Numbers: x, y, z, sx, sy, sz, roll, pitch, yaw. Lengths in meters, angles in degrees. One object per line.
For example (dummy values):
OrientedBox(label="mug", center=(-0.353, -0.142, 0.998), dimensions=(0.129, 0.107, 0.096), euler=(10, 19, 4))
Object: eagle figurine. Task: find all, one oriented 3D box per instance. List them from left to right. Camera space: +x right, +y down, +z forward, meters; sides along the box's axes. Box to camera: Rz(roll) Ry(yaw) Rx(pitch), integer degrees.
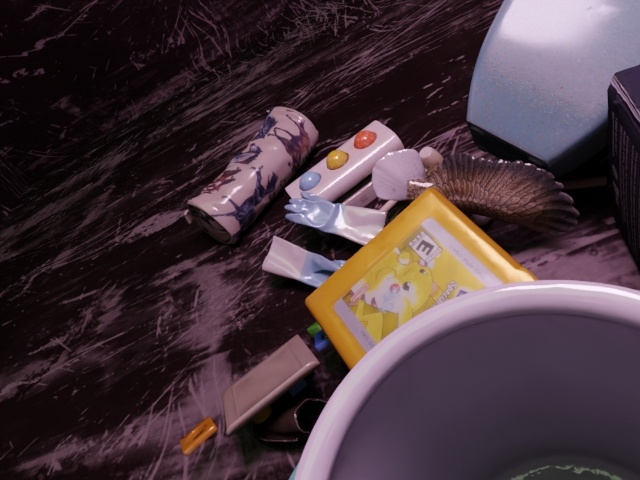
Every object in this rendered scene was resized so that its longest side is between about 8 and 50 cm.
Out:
OrientedBox(label="eagle figurine", center=(0.245, -0.042, 0.786), dimensions=(0.225, 0.226, 0.298), euler=(-21, 34, -12))

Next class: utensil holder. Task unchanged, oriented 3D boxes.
OrientedBox(label="utensil holder", center=(0.204, 0.271, 0.367), dimensions=(0.328, 0.385, 0.327), euler=(-19, 45, 20))

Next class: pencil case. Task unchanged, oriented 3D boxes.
OrientedBox(label="pencil case", center=(-0.188, -0.180, 1.234), dimensions=(0.184, 0.160, 0.410), euler=(25, 69, 38))

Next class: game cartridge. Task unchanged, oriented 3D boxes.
OrientedBox(label="game cartridge", center=(0.162, 0.116, 0.645), dimensions=(0.285, 0.053, 0.323), euler=(-43, 53, 6))

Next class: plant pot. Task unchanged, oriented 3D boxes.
OrientedBox(label="plant pot", center=(0.374, -0.242, 0.721), dimensions=(0.248, 0.247, 0.252), euler=(37, 99, 23))

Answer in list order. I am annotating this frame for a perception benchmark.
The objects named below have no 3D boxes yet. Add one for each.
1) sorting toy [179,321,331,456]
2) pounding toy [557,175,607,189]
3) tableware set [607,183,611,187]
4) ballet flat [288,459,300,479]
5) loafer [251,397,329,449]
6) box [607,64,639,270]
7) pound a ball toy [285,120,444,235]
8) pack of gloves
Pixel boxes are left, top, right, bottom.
OrientedBox(label="sorting toy", center=(-0.088, 0.256, 0.793), dimensions=(0.348, 0.047, 0.196), euler=(-36, 8, -10))
OrientedBox(label="pounding toy", center=(0.425, -0.185, 0.873), dimensions=(0.183, 0.110, 0.236), euler=(-9, 75, 18))
OrientedBox(label="tableware set", center=(0.544, -0.158, 0.752), dimensions=(0.154, 0.024, 0.104), euler=(-48, -1, -14))
OrientedBox(label="ballet flat", center=(-0.039, 0.437, 0.609), dimensions=(0.124, 0.116, 0.342), euler=(28, 70, 25))
OrientedBox(label="loafer", center=(-0.029, 0.292, 0.746), dimensions=(0.220, 0.078, 0.080), euler=(-16, 45, 23))
OrientedBox(label="box", center=(0.605, -0.001, 0.403), dimensions=(0.480, 0.297, 0.471), euler=(-15, 44, 23))
OrientedBox(label="pound a ball toy", center=(0.093, -0.150, 1.028), dimensions=(0.319, 0.135, 0.208), euler=(-37, 40, 1))
OrientedBox(label="pack of gloves", center=(0.000, 0.000, 0.940), dimensions=(0.232, 0.046, 0.194), euler=(16, 84, 21))
